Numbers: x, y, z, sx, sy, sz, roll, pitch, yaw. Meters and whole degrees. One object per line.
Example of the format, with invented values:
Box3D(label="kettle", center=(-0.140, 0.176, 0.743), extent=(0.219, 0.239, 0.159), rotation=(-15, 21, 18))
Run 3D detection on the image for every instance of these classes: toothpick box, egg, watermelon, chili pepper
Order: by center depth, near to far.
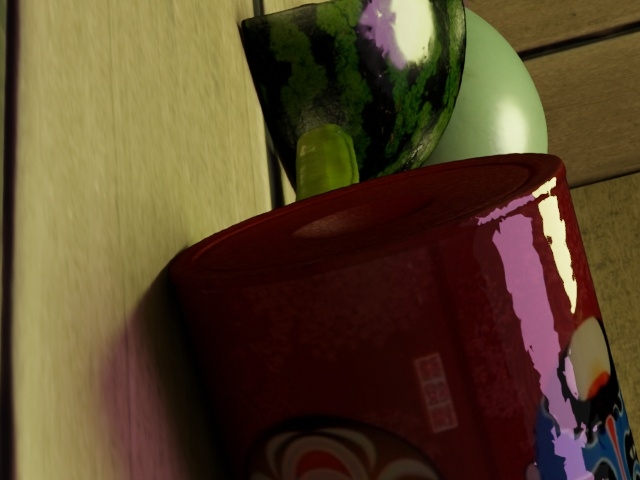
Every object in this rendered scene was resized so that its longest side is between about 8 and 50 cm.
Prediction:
Box3D(label="toothpick box", center=(0.065, 0.143, 0.961), extent=(0.204, 0.204, 0.333), rotation=(-62, 137, -76))
Box3D(label="chili pepper", center=(0.000, 0.000, 1.224), extent=(0.050, 0.052, 0.202), rotation=(-56, -163, 35))
Box3D(label="watermelon", center=(0.018, -0.110, 1.334), extent=(0.193, 0.137, 0.145), rotation=(-61, 171, 3))
Box3D(label="egg", center=(0.086, -0.093, 1.495), extent=(0.168, 0.168, 0.231), rotation=(64, 4, -51))
